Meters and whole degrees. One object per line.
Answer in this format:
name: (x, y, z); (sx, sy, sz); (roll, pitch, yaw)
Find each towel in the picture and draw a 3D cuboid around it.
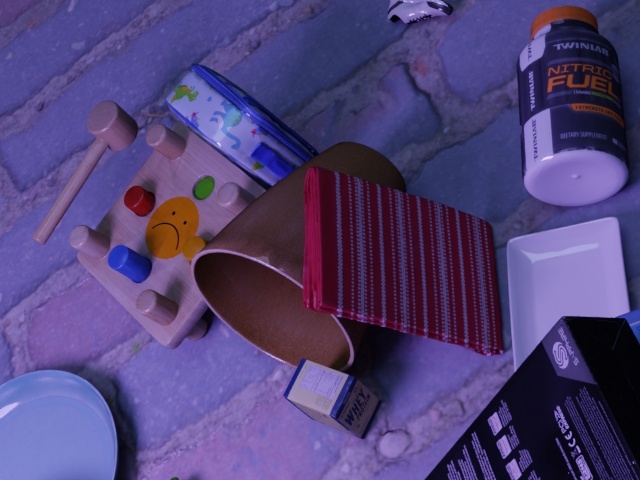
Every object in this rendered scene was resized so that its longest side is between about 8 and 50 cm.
towel: (0.100, 0.027, 1.556); (0.031, 0.275, 0.199); (-40, 42, 48)

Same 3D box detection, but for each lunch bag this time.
lunch bag: (-0.096, -0.143, 1.774); (0.090, 0.219, 0.176); (-50, 49, 3)

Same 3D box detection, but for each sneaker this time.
sneaker: (0.145, -0.333, 1.872); (0.109, 0.040, 0.043); (13, 86, 38)

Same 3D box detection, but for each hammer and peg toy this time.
hammer and peg toy: (-0.239, -0.032, 1.838); (0.361, 0.127, 0.266); (38, 92, 39)

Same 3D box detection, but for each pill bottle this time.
pill bottle: (0.314, -0.177, 1.621); (0.130, 0.130, 0.245); (-12, 57, 23)

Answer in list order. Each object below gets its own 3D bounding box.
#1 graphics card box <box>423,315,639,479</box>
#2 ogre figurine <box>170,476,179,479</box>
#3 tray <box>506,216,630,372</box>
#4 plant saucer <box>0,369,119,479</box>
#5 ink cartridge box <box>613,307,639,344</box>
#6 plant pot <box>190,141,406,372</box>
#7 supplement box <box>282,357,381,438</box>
graphics card box: (0.227, 0.276, 1.303); (0.371, 0.094, 0.233); (-60, 38, 40)
ogre figurine: (-0.234, 0.395, 1.616); (0.118, 0.097, 0.197); (-5, 71, 14)
tray: (0.301, 0.105, 1.527); (0.145, 0.030, 0.270); (-13, 57, 23)
plant saucer: (-0.405, 0.334, 1.779); (0.317, 0.044, 0.317); (-14, 56, 22)
ink cartridge box: (0.502, 0.156, 1.295); (0.395, 0.151, 0.270); (-22, 59, 11)
plant pot: (0.000, 0.000, 1.651); (0.237, 0.237, 0.254); (14, 57, 34)
supplement box: (0.015, 0.197, 1.597); (0.083, 0.083, 0.056); (16, 72, 36)
